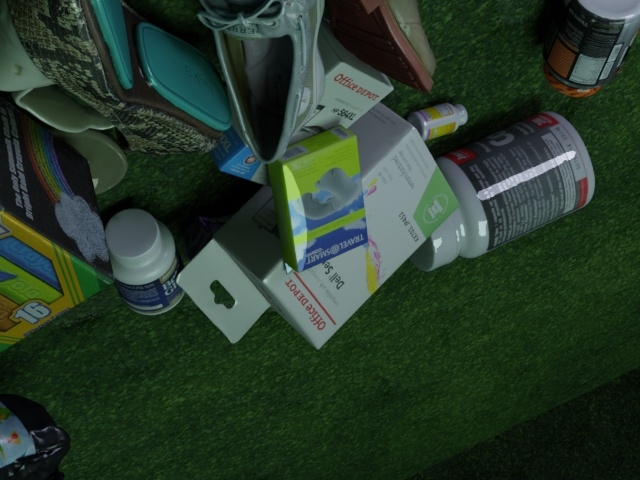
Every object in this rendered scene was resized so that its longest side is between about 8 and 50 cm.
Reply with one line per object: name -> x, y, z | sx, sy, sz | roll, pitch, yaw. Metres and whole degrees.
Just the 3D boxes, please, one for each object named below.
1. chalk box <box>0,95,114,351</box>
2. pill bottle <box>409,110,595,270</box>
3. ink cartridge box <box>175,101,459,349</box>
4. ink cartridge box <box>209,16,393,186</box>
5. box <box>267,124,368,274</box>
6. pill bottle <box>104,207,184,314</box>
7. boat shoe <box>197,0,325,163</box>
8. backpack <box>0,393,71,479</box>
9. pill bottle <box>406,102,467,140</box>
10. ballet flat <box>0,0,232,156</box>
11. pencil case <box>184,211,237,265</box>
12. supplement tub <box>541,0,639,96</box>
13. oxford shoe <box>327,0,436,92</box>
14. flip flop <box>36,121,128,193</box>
chalk box -> -0.371, -0.040, 1.601 | 0.179, 0.180, 0.289 | -31, 141, 17
pill bottle -> 0.253, -0.072, 2.424 | 0.283, 0.161, 0.161 | -24, 156, -19
ink cartridge box -> 0.000, 0.000, 2.141 | 0.353, 0.119, 0.207 | -45, 143, -6
ink cartridge box -> -0.034, -0.166, 1.962 | 0.203, 0.086, 0.148 | -39, 157, 18
box -> -0.001, -0.042, 1.987 | 0.109, 0.042, 0.178 | -23, 126, -22
pill bottle -> -0.229, 0.025, 2.085 | 0.094, 0.094, 0.169 | -29, 157, -8
boat shoe -> -0.063, -0.212, 1.727 | 0.320, 0.118, 0.103 | 82, 25, -57
backpack -> -0.556, 0.343, 2.155 | 0.355, 0.273, 0.290 | -40, 172, -49
pill bottle -> 0.164, -0.167, 2.268 | 0.083, 0.043, 0.043 | -18, 153, -30
ballet flat -> -0.236, -0.183, 1.610 | 0.182, 0.164, 0.483 | -16, 161, 9
pencil case -> -0.089, -0.015, 2.209 | 0.206, 0.086, 0.088 | -17, 128, -36
supplement tub -> 0.369, -0.286, 2.199 | 0.117, 0.117, 0.190 | -24, 156, -20
oxford shoe -> 0.077, -0.279, 1.806 | 0.130, 0.123, 0.348 | -58, 154, -10
flip flop -> -0.312, -0.084, 1.777 | 0.112, 0.080, 0.277 | -40, 155, 16
